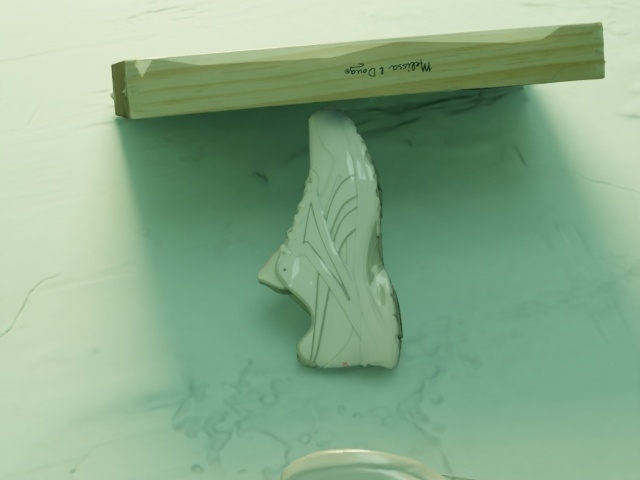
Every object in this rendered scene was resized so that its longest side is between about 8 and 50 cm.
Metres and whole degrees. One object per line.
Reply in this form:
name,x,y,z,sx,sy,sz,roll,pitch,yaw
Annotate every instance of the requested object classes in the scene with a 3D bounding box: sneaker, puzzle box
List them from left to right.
sneaker,0.000,0.000,1.582,0.115,0.090,0.232,-9,79,1
puzzle box,0.020,-0.151,1.672,0.409,0.052,0.272,-5,6,-8
sneaker,0.067,0.225,1.448,0.212,0.080,0.094,11,61,4
